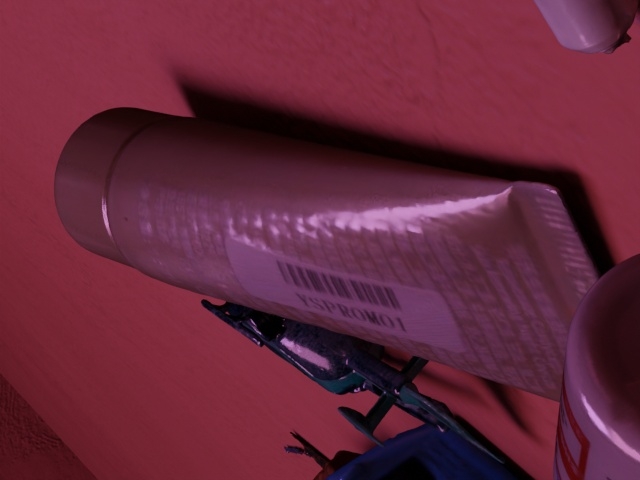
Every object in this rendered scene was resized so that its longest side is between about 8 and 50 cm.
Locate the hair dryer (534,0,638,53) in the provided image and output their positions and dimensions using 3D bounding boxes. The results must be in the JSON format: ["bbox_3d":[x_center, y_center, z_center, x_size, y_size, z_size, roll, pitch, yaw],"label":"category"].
[{"bbox_3d":[0.042,-0.102,0.382,0.137,0.047,0.082,50,165,-26],"label":"hair dryer"}]

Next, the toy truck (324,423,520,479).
[{"bbox_3d":[0.126,0.261,0.723,0.385,0.162,0.161,41,160,32],"label":"toy truck"}]

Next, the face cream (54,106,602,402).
[{"bbox_3d":[0.000,0.000,0.655,0.341,0.084,0.137,16,145,48],"label":"face cream"}]

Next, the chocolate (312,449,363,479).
[{"bbox_3d":[0.015,0.197,0.930,0.133,0.127,0.124,149,110,-76],"label":"chocolate"}]

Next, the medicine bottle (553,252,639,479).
[{"bbox_3d":[0.117,0.068,0.479,0.079,0.079,0.140,42,161,26],"label":"medicine bottle"}]

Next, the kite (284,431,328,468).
[{"bbox_3d":[0.036,0.218,1.115,0.183,0.010,0.160,50,163,-2],"label":"kite"}]

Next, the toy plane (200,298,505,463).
[{"bbox_3d":[0.007,0.057,0.772,0.096,0.060,0.235,50,168,-28],"label":"toy plane"}]
